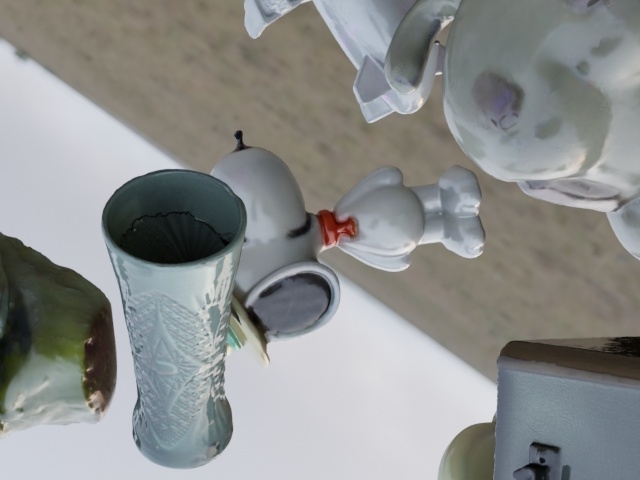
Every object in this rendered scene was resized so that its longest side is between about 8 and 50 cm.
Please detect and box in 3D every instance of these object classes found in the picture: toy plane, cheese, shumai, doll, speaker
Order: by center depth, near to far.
[{"bbox_3d":[0.229,0.135,0.940,0.192,0.153,0.231,1,-178,-39],"label":"speaker"},{"bbox_3d":[0.258,-0.104,1.426,0.370,0.215,0.226,29,-179,-17],"label":"doll"},{"bbox_3d":[0.033,-0.229,1.551,0.252,0.252,0.118,36,149,-24],"label":"toy plane"},{"bbox_3d":[0.009,0.019,1.594,0.271,0.208,0.144,8,-175,-14],"label":"doll"},{"bbox_3d":[-0.349,0.112,1.836,0.263,0.309,0.304,1,-158,-30],"label":"shumai"},{"bbox_3d":[0.217,0.259,2.144,0.137,0.227,0.064,33,144,-17],"label":"cheese"}]

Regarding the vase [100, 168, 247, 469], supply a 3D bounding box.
[{"bbox_3d":[-0.098,0.063,1.228,0.096,0.096,0.219,35,142,30],"label":"vase"}]
